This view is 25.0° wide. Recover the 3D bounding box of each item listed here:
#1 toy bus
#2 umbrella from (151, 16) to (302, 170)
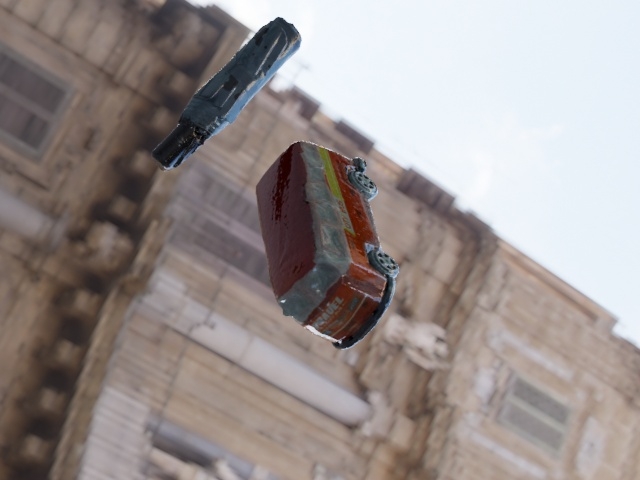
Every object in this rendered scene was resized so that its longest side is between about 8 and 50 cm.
[{"bbox_3d":[0.000,0.000,1.646,0.121,0.120,0.265,-48,-149,26],"label":"toy bus"},{"bbox_3d":[-0.115,-0.181,1.769,0.250,0.053,0.052,-46,-140,-18],"label":"umbrella"}]
